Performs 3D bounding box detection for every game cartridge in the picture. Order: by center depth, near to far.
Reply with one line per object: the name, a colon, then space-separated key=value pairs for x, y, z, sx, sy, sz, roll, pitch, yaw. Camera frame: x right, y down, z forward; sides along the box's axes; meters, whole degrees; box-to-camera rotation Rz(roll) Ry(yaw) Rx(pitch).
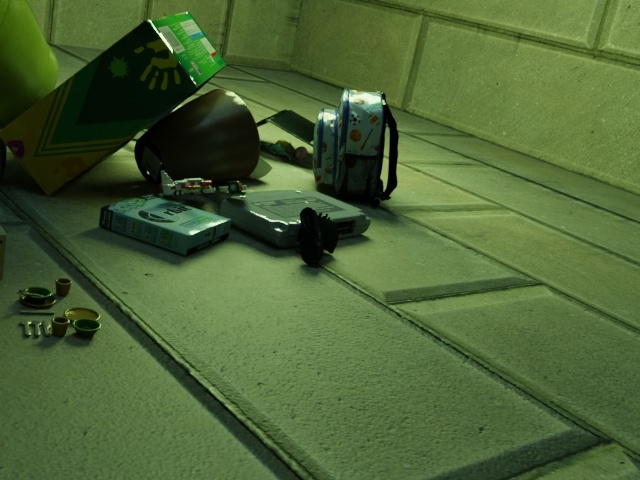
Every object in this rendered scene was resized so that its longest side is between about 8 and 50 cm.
game cartridge: x=-0.057 y=-0.052 z=1.688 sx=0.196 sy=0.060 sz=0.294 roll=29 pitch=24 yaw=34

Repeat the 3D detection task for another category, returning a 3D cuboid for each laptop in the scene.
laptop: x=-0.126 y=-0.294 z=2.358 sx=0.265 sy=0.136 sz=0.234 roll=-22 pitch=10 yaw=18

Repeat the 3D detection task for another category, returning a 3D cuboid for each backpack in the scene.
backpack: x=0.085 y=-0.250 z=2.047 sx=0.213 sy=0.263 sz=0.276 roll=9 pitch=19 yaw=-8

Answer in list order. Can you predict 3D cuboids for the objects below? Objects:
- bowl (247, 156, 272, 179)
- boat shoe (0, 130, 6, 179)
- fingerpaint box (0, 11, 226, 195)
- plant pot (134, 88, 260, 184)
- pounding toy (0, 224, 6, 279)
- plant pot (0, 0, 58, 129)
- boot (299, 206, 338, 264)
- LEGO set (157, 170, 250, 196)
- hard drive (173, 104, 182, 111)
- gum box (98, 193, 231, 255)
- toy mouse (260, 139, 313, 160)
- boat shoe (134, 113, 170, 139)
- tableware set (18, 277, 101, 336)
bowl: x=-0.205 y=-0.202 z=1.990 sx=0.142 sy=0.053 sz=0.142 roll=26 pitch=-9 yaw=35
boat shoe: x=-0.671 y=-0.170 z=1.608 sx=0.084 sy=0.095 sz=0.258 roll=2 pitch=9 yaw=-18
fingerpaint box: x=-0.413 y=-0.304 z=1.721 sx=0.163 sy=0.371 sz=0.445 roll=54 pitch=10 yaw=-14
plant pot: x=-0.291 y=-0.208 z=1.820 sx=0.215 sy=0.215 sz=0.230 roll=25 pitch=36 yaw=35
pounding toy: x=-0.536 y=-0.015 z=1.170 sx=0.130 sy=0.100 sz=0.141 roll=0 pitch=21 yaw=-34
plant pot: x=-0.713 y=-0.402 z=1.618 sx=0.367 sy=0.366 sz=0.353 roll=18 pitch=-14 yaw=18
boot: x=0.000 y=0.000 z=1.541 sx=0.045 sy=0.121 sz=0.099 roll=-16 pitch=-25 yaw=22
LEGO set: x=-0.229 y=-0.114 z=1.616 sx=0.183 sy=0.060 sz=0.244 roll=-5 pitch=6 yaw=-15
hard drive: x=-0.538 y=-0.403 z=2.471 sx=0.353 sy=0.047 sz=0.233 roll=23 pitch=21 yaw=31
gum box: x=-0.282 y=-0.033 z=1.493 sx=0.185 sy=0.041 sz=0.157 roll=17 pitch=18 yaw=18
toy mouse: x=-0.092 y=-0.262 z=2.351 sx=0.161 sy=0.031 sz=0.143 roll=10 pitch=18 yaw=-8
boat shoe: x=-0.426 y=-0.322 z=2.196 sx=0.301 sy=0.102 sz=0.108 roll=6 pitch=18 yaw=-19
tableware set: x=-0.352 y=0.088 z=1.100 sx=0.104 sy=0.024 sz=0.154 roll=4 pitch=19 yaw=-24
